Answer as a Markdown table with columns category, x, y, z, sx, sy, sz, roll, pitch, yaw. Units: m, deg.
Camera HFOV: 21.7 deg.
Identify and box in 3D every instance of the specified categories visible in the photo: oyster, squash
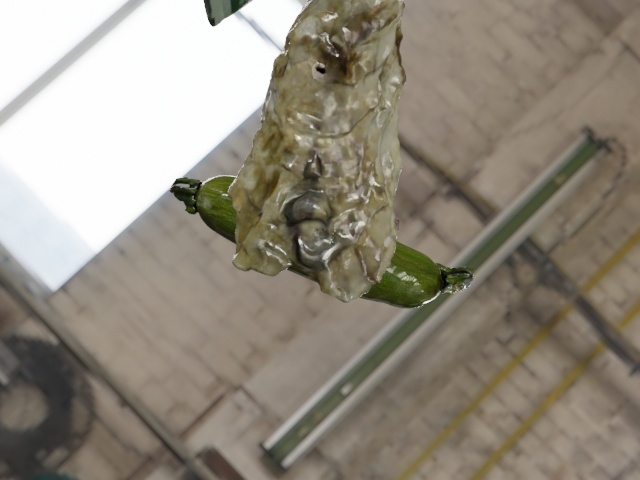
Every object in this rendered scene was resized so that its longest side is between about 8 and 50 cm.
| category | x | y | z | sx | sy | sz | roll | pitch | yaw |
| --- | --- | --- | --- | --- | --- | --- | --- | --- | --- |
| oyster | 0.004 | -0.069 | 0.807 | 0.061 | 0.106 | 0.200 | 148 | -63 | -83 |
| squash | 0.000 | 0.002 | 1.658 | 0.318 | 0.080 | 0.071 | 20 | -45 | -4 |

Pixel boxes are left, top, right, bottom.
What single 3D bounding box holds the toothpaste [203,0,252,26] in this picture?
| category | x | y | z | sx | sy | sz | roll | pitch | yaw |
| --- | --- | --- | --- | --- | --- | --- | --- | --- | --- |
| toothpaste | 0.003 | -0.174 | 0.873 | 0.031 | 0.204 | 0.049 | 19 | -48 | 32 |
